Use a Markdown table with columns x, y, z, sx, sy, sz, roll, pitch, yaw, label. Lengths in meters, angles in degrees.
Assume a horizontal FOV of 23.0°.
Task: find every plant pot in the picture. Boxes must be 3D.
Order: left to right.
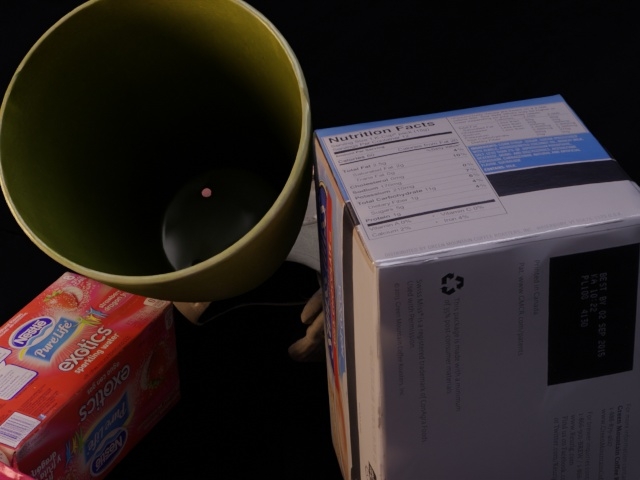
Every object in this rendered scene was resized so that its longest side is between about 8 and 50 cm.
| x | y | z | sx | sy | sz | roll | pitch | yaw | label |
| --- | --- | --- | --- | --- | --- | --- | --- | --- | --- |
| -0.118 | -0.050 | 1.459 | 0.275 | 0.293 | 0.274 | -3 | 71 | 9 | plant pot |

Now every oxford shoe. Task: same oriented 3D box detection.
| x | y | z | sx | sy | sz | roll | pitch | yaw | label |
| --- | --- | --- | --- | --- | --- | --- | --- | --- | --- |
| 0.000 | 0.000 | 1.712 | 0.397 | 0.140 | 0.146 | -17 | 60 | -23 | oxford shoe |

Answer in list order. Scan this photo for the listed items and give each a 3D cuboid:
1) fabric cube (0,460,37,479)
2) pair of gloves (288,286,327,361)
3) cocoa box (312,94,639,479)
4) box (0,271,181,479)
| x | y | z | sx | sy | sz | roll | pitch | yaw | label |
| --- | --- | --- | --- | --- | --- | --- | --- | --- | --- |
| -0.275 | 0.317 | 1.063 | 0.259 | 0.258 | 0.254 | 22 | 39 | 34 | fabric cube |
| 0.095 | 0.065 | 1.523 | 0.240 | 0.204 | 0.042 | -6 | 71 | -13 | pair of gloves |
| 0.131 | 0.087 | 1.317 | 0.231 | 0.347 | 0.228 | -9 | 32 | -9 | cocoa box |
| -0.249 | 0.151 | 1.455 | 0.128 | 0.122 | 0.257 | 15 | 35 | 23 | box |
